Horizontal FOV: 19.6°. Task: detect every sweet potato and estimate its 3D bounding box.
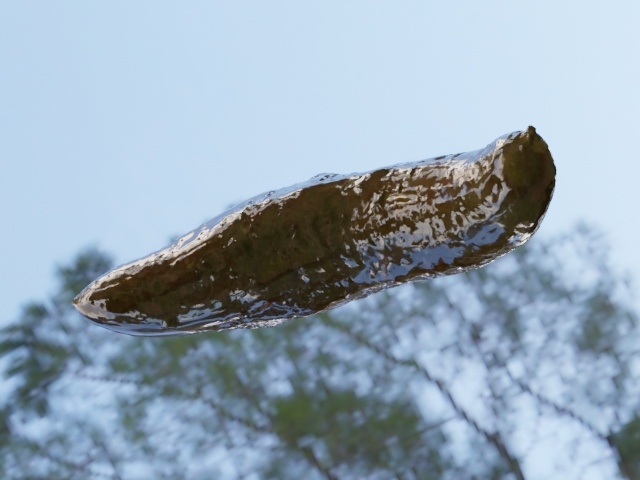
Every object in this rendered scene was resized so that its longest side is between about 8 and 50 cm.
[{"bbox_3d":[0.003,0.000,1.214,0.114,0.341,0.092,7,-112,-66],"label":"sweet potato"}]
